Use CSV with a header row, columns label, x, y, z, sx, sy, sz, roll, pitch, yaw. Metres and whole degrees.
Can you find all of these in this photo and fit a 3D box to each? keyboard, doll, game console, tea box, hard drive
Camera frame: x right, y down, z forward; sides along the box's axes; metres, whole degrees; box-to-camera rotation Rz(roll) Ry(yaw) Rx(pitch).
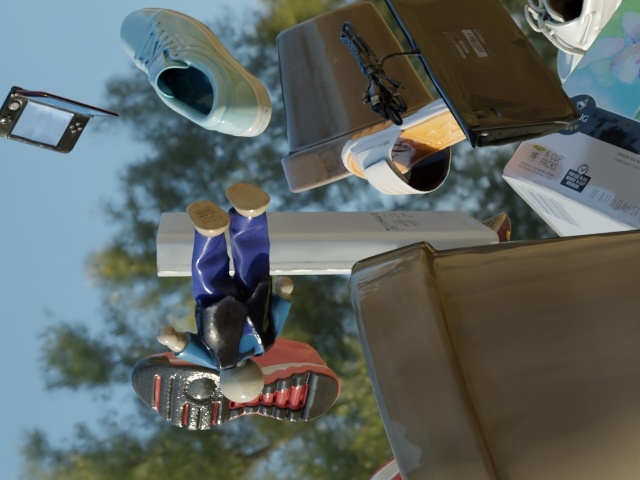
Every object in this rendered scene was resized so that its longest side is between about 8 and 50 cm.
label,x,y,z,sx,sy,sz,roll,pitch,yaw
keyboard,0.118,-0.186,1.486,0.317,0.202,0.033,-112,20,-51
doll,-0.072,0.051,1.158,0.046,0.129,0.189,35,141,41
game console,-0.400,-0.176,2.206,0.144,0.124,0.085,15,-153,-40
tea box,0.444,-0.102,1.616,0.220,0.323,0.329,40,173,-40
hard drive,0.000,0.000,1.409,0.203,0.308,0.040,-122,31,-81

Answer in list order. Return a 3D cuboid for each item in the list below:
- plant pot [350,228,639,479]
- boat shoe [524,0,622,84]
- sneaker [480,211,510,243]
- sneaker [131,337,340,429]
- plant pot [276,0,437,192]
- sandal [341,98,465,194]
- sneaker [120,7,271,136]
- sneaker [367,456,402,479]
label,x,y,z,sx,sy,sz,roll,pitch,yaw
plant pot,0.209,0.123,1.154,0.323,0.280,0.323,-19,-90,-82
boat shoe,0.356,-0.331,2.068,0.367,0.157,0.135,102,159,-59
sneaker,0.257,0.036,2.210,0.084,0.070,0.185,49,-137,-16
sneaker,-0.134,0.201,2.198,0.136,0.314,0.115,-114,34,-55
plant pot,0.040,-0.216,2.126,0.263,0.263,0.229,-42,-68,-76
sandal,0.113,-0.099,1.708,0.102,0.265,0.076,12,-111,-29
sneaker,-0.244,-0.304,2.500,0.366,0.135,0.150,35,-162,33
sneaker,0.175,0.304,1.910,0.128,0.221,0.087,48,180,27
